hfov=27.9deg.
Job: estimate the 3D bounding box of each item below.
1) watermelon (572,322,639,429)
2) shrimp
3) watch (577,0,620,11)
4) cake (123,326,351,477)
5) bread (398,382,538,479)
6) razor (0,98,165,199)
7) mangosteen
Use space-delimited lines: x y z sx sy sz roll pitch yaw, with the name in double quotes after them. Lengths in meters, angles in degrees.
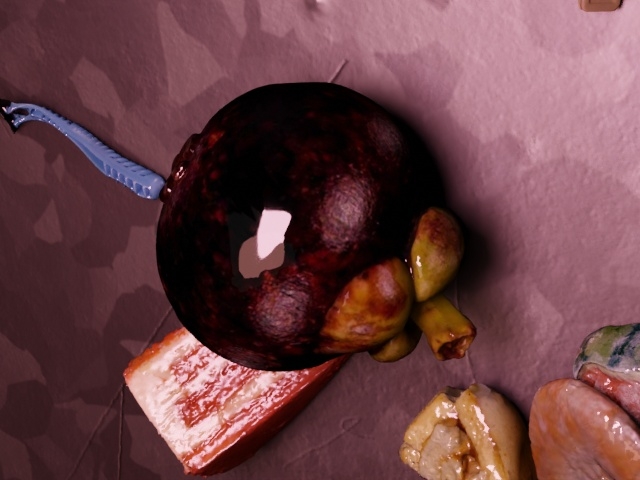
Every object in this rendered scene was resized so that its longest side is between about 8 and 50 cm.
0.328 0.155 1.222 0.187 0.071 0.139 9 114 31 "watermelon"
0.292 0.277 1.255 0.168 0.077 0.317 -4 111 64 "shrimp"
0.310 -0.303 1.065 0.165 0.102 0.268 32 124 43 "watch"
-0.096 0.137 1.437 0.158 0.160 0.262 50 124 14 "cake"
0.169 0.204 1.329 0.156 0.103 0.110 25 106 19 "bread"
-0.291 -0.116 1.556 0.253 0.042 0.082 29 162 22 "razor"
-0.005 -0.014 1.271 0.297 0.313 0.297 179 90 -73 "mangosteen"
